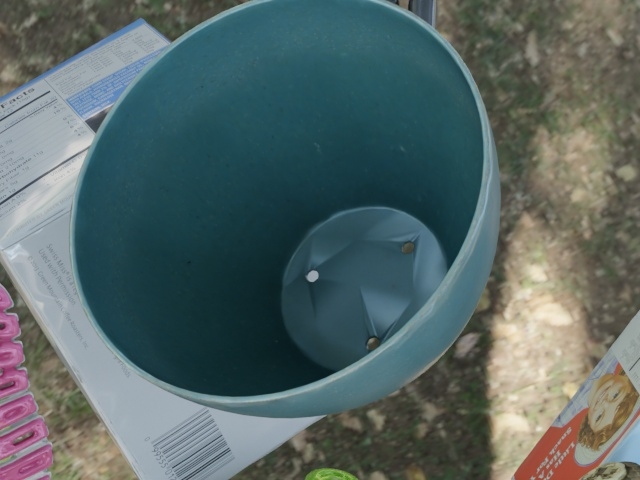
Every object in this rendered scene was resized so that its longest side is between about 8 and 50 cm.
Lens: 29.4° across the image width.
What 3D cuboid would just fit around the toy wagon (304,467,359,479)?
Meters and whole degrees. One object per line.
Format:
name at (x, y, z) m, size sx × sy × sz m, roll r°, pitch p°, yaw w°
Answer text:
toy wagon at (-0.076, 0.360, 1.101) m, size 0.344 × 0.068 × 0.267 m, roll -8°, pitch 114°, yaw -41°

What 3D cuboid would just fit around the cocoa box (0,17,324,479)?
cocoa box at (-0.149, 0.022, 1.101) m, size 0.231 × 0.228 × 0.347 m, roll -33°, pitch 129°, yaw -13°

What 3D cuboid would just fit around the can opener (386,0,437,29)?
can opener at (0.083, -0.238, 1.232) m, size 0.076 × 0.095 × 0.283 m, roll 1°, pitch 67°, yaw 7°

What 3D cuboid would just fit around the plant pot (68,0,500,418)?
plant pot at (0.000, 0.000, 0.855) m, size 0.195 × 0.290 × 0.290 m, roll 47°, pitch 43°, yaw -58°

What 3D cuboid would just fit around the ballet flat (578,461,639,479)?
ballet flat at (0.168, 0.229, 0.853) m, size 0.058 × 0.084 × 0.250 m, roll 49°, pitch 46°, yaw -4°

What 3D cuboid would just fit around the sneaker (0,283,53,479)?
sneaker at (-0.200, 0.092, 0.691) m, size 0.063 × 0.075 × 0.170 m, roll -19°, pitch 116°, yaw -35°

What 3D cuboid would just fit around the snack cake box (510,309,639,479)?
snack cake box at (0.279, 0.157, 1.031) m, size 0.089 × 0.152 × 0.264 m, roll 33°, pitch 103°, yaw -8°
